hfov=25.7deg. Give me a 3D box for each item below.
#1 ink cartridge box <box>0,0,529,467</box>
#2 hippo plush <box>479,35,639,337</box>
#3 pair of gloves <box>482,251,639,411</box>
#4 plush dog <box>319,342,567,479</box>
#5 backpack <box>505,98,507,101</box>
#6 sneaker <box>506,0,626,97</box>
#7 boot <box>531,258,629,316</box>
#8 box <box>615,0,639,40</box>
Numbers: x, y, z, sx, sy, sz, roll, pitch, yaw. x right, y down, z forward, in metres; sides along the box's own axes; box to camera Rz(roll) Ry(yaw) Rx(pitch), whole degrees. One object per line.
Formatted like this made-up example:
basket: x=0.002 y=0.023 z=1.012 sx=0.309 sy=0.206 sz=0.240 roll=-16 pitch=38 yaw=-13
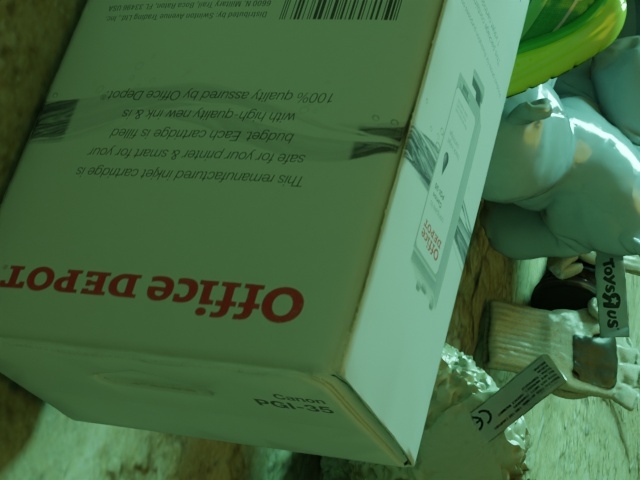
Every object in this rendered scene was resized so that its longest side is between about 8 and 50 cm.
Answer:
ink cartridge box: x=-0.030 y=-0.044 z=0.705 sx=0.117 sy=0.207 sz=0.283 roll=54 pitch=46 yaw=-53
hippo plush: x=0.173 y=-0.072 z=1.237 sx=0.237 sy=0.234 sz=0.294 roll=17 pitch=60 yaw=-35
pair of gloves: x=0.271 y=0.046 z=1.480 sx=0.204 sy=0.042 sz=0.240 roll=23 pitch=69 yaw=-27
plush dog: x=0.070 y=0.156 z=1.024 sx=0.225 sy=0.211 sz=0.262 roll=163 pitch=-59 yaw=-85
backpack: x=0.074 y=-0.160 z=1.008 sx=0.188 sy=0.144 sz=0.165 roll=-50 pitch=144 yaw=-41
sneaker: x=0.044 y=-0.124 z=0.869 sx=0.123 sy=0.296 sz=0.109 roll=66 pitch=-14 yaw=-11
boot: x=0.306 y=-0.025 z=1.648 sx=0.263 sy=0.091 sz=0.229 roll=18 pitch=71 yaw=-67
box: x=0.353 y=-0.235 z=1.433 sx=0.183 sy=0.294 sz=0.296 roll=-32 pitch=123 yaw=-59
